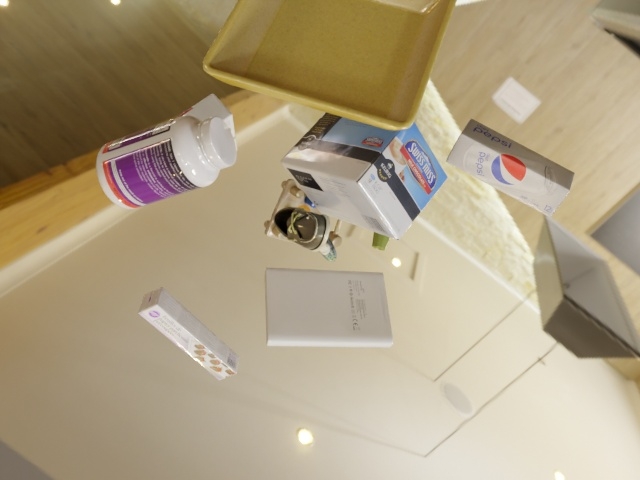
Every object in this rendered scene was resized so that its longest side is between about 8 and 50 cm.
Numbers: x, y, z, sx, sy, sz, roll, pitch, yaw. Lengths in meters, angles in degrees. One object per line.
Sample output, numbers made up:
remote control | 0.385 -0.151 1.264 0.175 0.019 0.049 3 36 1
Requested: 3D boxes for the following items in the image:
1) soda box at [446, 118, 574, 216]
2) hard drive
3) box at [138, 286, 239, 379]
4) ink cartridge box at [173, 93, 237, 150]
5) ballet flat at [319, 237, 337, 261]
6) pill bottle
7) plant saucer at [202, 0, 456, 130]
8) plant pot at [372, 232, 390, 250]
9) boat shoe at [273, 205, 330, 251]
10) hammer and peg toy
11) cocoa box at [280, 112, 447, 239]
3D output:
soda box | 0.459 -0.178 1.491 0.286 0.091 0.098 31 -137 9
hard drive | 0.017 0.167 1.536 0.308 0.040 0.203 3 -124 -12
box | -0.334 0.248 1.603 0.324 0.063 0.067 50 -154 -34
ink cartridge box | -0.411 -0.363 2.186 0.114 0.197 0.273 49 165 13
ballet flat | 0.000 0.000 2.360 0.070 0.070 0.188 -11 -109 -59
pill bottle | -0.379 -0.199 1.532 0.181 0.323 0.181 -14 -90 -71
plant saucer | 0.026 -0.329 1.003 0.333 0.081 0.332 18 -115 7
plant pot | 0.226 -0.007 2.289 0.083 0.079 0.083 16 171 3
boat shoe | -0.056 -0.039 1.752 0.091 0.109 0.305 18 -179 -20
hammer and peg toy | -0.045 -0.106 2.589 0.361 0.265 0.127 14 -165 -41
cocoa box | 0.112 -0.190 1.646 0.347 0.228 0.231 22 157 52
